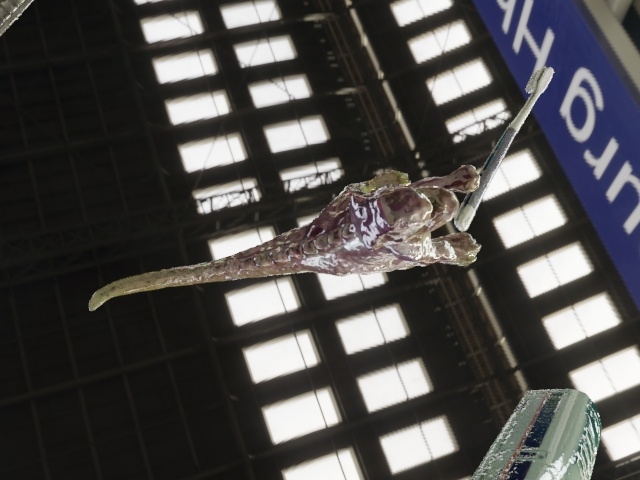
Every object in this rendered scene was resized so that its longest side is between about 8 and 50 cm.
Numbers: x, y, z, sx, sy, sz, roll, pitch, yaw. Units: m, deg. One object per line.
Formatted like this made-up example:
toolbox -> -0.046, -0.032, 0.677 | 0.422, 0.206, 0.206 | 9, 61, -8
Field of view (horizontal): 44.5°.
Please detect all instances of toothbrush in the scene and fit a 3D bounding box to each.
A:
toothbrush -> 0.233, -0.124, 0.993 | 0.024, 0.026, 0.288 | 45, -119, -24

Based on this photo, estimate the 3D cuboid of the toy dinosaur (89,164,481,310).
toy dinosaur -> 0.000, -0.005, 0.517 | 0.251, 0.199, 0.072 | -2, -84, 39

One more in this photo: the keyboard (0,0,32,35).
keyboard -> -0.334, -0.258, 0.615 | 0.025, 0.230, 0.094 | 9, -121, 52

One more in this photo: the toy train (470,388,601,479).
toy train -> 0.208, 0.241, 0.757 | 0.088, 0.407, 0.087 | -7, -86, 26
